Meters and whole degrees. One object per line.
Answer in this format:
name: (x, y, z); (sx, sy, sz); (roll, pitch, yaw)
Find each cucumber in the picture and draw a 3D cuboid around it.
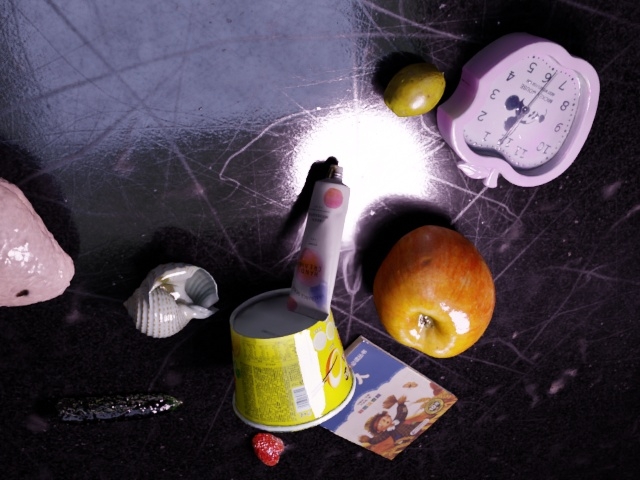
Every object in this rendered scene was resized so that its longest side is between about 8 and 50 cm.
cucumber: (-0.503, 0.421, 1.460); (0.300, 0.072, 0.072); (-1, 120, -15)

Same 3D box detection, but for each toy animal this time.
toy animal: (-0.649, 0.002, 1.103); (0.227, 0.188, 0.358); (-25, 122, -6)

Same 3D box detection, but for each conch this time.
conch: (-0.337, 0.129, 1.295); (0.200, 0.131, 0.172); (3, 96, -47)

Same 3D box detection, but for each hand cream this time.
hand cream: (0.000, 0.000, 1.272); (0.078, 0.124, 0.340); (13, 89, -50)

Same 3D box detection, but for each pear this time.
pear: (0.194, -0.308, 1.183); (0.131, 0.107, 0.107); (-35, 122, 11)

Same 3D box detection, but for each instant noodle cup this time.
instant noodle cup: (-0.077, 0.259, 1.361); (0.312, 0.311, 0.221); (-11, 112, -8)

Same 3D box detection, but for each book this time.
book: (0.162, 0.467, 1.674); (0.428, 0.039, 0.300); (35, 107, -29)

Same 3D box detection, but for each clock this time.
clock: (0.432, -0.274, 1.271); (0.339, 0.102, 0.338); (-6, 122, -10)

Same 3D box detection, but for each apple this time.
apple: (0.274, 0.132, 1.371); (0.302, 0.301, 0.301); (-6, 121, -11)

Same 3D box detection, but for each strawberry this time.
strawberry: (-0.151, 0.589, 1.647); (0.096, 0.083, 0.083); (35, 109, 5)
